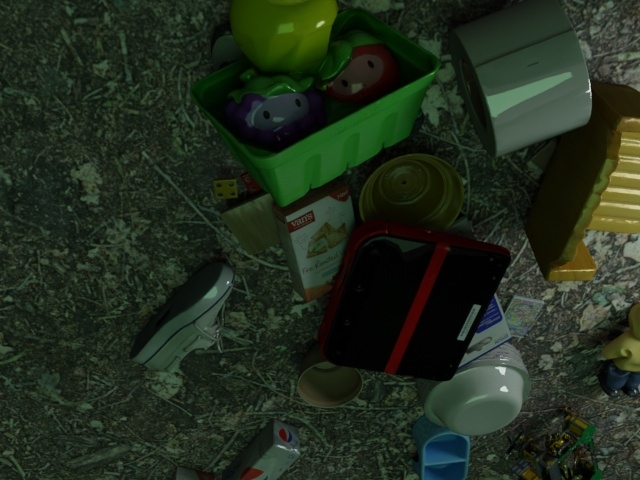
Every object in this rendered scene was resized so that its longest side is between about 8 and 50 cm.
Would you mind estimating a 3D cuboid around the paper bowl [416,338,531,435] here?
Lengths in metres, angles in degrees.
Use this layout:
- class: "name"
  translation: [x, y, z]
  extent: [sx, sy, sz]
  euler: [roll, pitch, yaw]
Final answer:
- class: "paper bowl"
  translation: [0.400, 0.392, 1.637]
  extent: [0.285, 0.148, 0.284]
  euler: [-6, 132, -6]

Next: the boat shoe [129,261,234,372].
- class: "boat shoe"
  translation: [-0.280, 0.199, 1.470]
  extent: [0.156, 0.135, 0.367]
  euler: [34, 118, -24]

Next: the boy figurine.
- class: "boy figurine"
  translation: [0.809, 0.286, 1.659]
  extent: [0.177, 0.092, 0.285]
  euler: [-2, 123, -4]

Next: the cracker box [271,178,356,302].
- class: "cracker box"
  translation: [0.000, 0.000, 1.365]
  extent: [0.156, 0.067, 0.232]
  euler: [-28, 126, -20]

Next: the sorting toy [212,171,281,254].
- class: "sorting toy"
  translation: [-0.130, -0.054, 1.358]
  extent: [0.132, 0.046, 0.274]
  euler: [-23, 131, 10]

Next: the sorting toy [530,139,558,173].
- class: "sorting toy"
  translation: [0.498, -0.173, 1.365]
  extent: [0.083, 0.012, 0.062]
  euler: [31, 118, -24]

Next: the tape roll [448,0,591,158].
- class: "tape roll"
  translation: [0.349, -0.289, 1.134]
  extent: [0.169, 0.246, 0.246]
  euler: [-20, 124, 7]

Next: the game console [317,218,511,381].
- class: "game console"
  translation: [0.194, 0.144, 1.408]
  extent: [0.342, 0.060, 0.386]
  euler: [10, 122, -11]

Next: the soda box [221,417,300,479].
- class: "soda box"
  translation: [-0.172, 0.632, 1.795]
  extent: [0.091, 0.098, 0.286]
  euler: [29, 118, -22]

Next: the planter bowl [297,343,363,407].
- class: "planter bowl"
  translation: [0.019, 0.323, 1.597]
  extent: [0.162, 0.109, 0.162]
  euler: [-3, 124, -4]

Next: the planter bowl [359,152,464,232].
- class: "planter bowl"
  translation: [0.182, -0.103, 1.334]
  extent: [0.217, 0.090, 0.217]
  euler: [-3, 124, -4]

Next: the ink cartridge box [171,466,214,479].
- class: "ink cartridge box"
  translation: [-0.368, 0.748, 1.793]
  extent: [0.115, 0.198, 0.067]
  euler: [19, 120, -17]

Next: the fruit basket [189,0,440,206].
- class: "fruit basket"
  translation: [-0.024, -0.294, 1.041]
  extent: [0.392, 0.283, 0.392]
  euler: [-27, 143, -23]

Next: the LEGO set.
- class: "LEGO set"
  translation: [0.663, 0.623, 1.856]
  extent: [0.255, 0.192, 0.331]
  euler: [-41, 126, -13]

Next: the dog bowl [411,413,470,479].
- class: "dog bowl"
  translation: [0.353, 0.616, 1.849]
  extent: [0.166, 0.074, 0.297]
  euler: [-6, 124, -1]

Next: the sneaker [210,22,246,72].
- class: "sneaker"
  translation: [-0.142, -0.266, 1.185]
  extent: [0.100, 0.108, 0.271]
  euler: [-7, 123, 2]

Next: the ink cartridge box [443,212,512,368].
- class: "ink cartridge box"
  translation: [0.309, 0.124, 1.477]
  extent: [0.176, 0.069, 0.370]
  euler: [-29, 115, -2]

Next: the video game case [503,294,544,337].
- class: "video game case"
  translation: [0.501, 0.194, 1.614]
  extent: [0.087, 0.011, 0.122]
  euler: [11, 122, -13]

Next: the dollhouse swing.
- class: "dollhouse swing"
  translation: [0.625, -0.099, 1.274]
  extent: [0.305, 0.315, 0.346]
  euler: [13, 120, -2]

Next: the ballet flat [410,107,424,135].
- class: "ballet flat"
  translation: [0.105, -0.223, 1.261]
  extent: [0.203, 0.074, 0.074]
  euler: [-6, 124, -8]
